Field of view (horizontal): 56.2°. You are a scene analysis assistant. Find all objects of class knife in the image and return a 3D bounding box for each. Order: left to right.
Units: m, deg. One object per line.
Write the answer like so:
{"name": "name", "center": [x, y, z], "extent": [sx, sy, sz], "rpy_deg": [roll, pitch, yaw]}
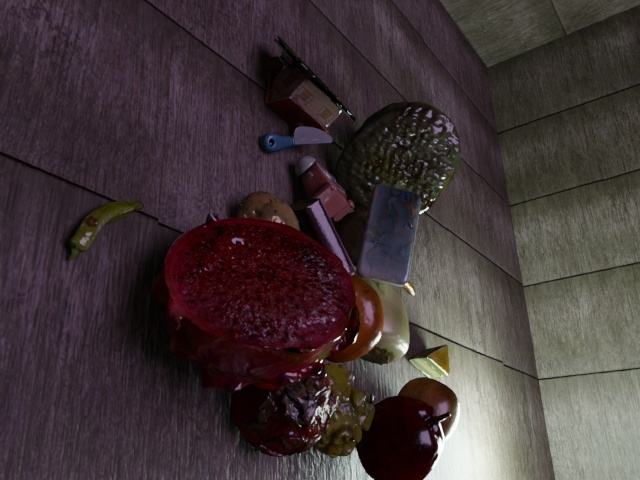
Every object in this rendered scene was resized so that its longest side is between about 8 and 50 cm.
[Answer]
{"name": "knife", "center": [-0.059, -0.278, 1.623], "extent": [0.244, 0.032, 0.058], "rpy_deg": [-17, 103, -39]}

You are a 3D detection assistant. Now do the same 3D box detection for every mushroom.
{"name": "mushroom", "center": [0.162, -0.001, 1.745], "extent": [0.255, 0.184, 0.255], "rpy_deg": [19, 36, -14]}

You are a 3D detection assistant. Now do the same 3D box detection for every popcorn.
{"name": "popcorn", "center": [0.030, 0.387, 1.394], "extent": [0.189, 0.169, 0.218], "rpy_deg": [-21, 100, -57]}

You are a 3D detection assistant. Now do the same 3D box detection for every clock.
{"name": "clock", "center": [-0.001, -0.145, 1.652], "extent": [0.166, 0.093, 0.162], "rpy_deg": [37, 18, -51]}

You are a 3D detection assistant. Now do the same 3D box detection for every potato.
{"name": "potato", "center": [-0.106, -0.006, 1.406], "extent": [0.161, 0.128, 0.235], "rpy_deg": [-29, 106, -54]}

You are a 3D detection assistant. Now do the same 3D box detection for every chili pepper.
{"name": "chili pepper", "center": [-0.384, -0.039, 1.073], "extent": [0.049, 0.043, 0.208], "rpy_deg": [51, 36, -11]}

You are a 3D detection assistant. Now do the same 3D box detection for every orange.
{"name": "orange", "center": [0.047, 0.189, 1.478], "extent": [0.170, 0.224, 0.224], "rpy_deg": [52, 27, -79]}

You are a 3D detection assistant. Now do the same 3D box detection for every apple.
{"name": "apple", "center": [0.311, 0.505, 1.761], "extent": [0.188, 0.188, 0.174], "rpy_deg": [56, 41, -26]}

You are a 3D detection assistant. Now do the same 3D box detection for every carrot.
{"name": "carrot", "center": [0.276, 0.137, 2.018], "extent": [0.191, 0.047, 0.047], "rpy_deg": [42, 43, -48]}

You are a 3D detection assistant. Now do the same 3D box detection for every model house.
{"name": "model house", "center": [-0.059, -0.407, 1.693], "extent": [0.294, 0.154, 0.207], "rpy_deg": [34, 16, -47]}

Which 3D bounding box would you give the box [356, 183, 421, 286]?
{"name": "box", "center": [0.188, -0.018, 1.631], "extent": [0.044, 0.142, 0.285], "rpy_deg": [106, -3, -64]}

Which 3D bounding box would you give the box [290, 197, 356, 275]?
{"name": "box", "center": [0.000, 0.000, 1.575], "extent": [0.069, 0.120, 0.224], "rpy_deg": [-34, 109, -27]}

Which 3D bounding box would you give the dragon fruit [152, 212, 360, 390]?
{"name": "dragon fruit", "center": [-0.132, 0.140, 1.146], "extent": [0.386, 0.249, 0.371], "rpy_deg": [-16, 47, -38]}

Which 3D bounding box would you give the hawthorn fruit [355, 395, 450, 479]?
{"name": "hawthorn fruit", "center": [0.230, 0.503, 1.550], "extent": [0.210, 0.266, 0.230], "rpy_deg": [51, 23, -14]}

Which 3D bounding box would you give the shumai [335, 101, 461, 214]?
{"name": "shumai", "center": [0.235, -0.272, 1.906], "extent": [0.324, 0.397, 0.323], "rpy_deg": [40, 18, -15]}

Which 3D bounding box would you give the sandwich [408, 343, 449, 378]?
{"name": "sandwich", "center": [0.360, 0.376, 1.999], "extent": [0.163, 0.079, 0.113], "rpy_deg": [40, 42, -39]}

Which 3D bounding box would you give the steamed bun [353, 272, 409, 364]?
{"name": "steamed bun", "center": [0.153, 0.207, 1.671], "extent": [0.273, 0.166, 0.232], "rpy_deg": [42, 45, -39]}

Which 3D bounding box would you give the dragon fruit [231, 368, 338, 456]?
{"name": "dragon fruit", "center": [-0.064, 0.320, 1.208], "extent": [0.223, 0.148, 0.218], "rpy_deg": [-11, 76, -16]}
